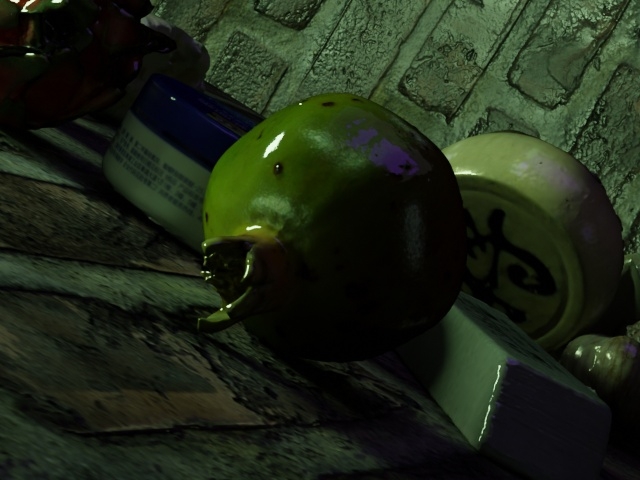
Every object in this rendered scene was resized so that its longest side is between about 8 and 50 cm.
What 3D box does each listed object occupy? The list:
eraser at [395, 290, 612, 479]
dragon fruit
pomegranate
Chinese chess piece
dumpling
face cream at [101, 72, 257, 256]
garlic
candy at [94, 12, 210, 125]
[{"bbox_3d":[0.150,0.115,1.512,0.111,0.077,0.352,30,6,-16],"label":"eraser"},{"bbox_3d":[-0.249,-0.190,1.560,0.192,0.193,0.274,48,-2,-18],"label":"dragon fruit"},{"bbox_3d":[0.001,-0.010,1.248,0.198,0.198,0.246,33,6,24],"label":"pomegranate"},{"bbox_3d":[0.207,0.005,1.943,0.257,0.257,0.104,32,44,13],"label":"Chinese chess piece"},{"bbox_3d":[0.267,0.084,2.118,0.086,0.166,0.332,10,-3,-26],"label":"dumpling"},{"bbox_3d":[-0.089,-0.051,1.566,0.206,0.111,0.206,30,6,-4],"label":"face cream"},{"bbox_3d":[0.322,0.162,1.906,0.147,0.102,0.159,18,-13,27],"label":"garlic"},{"bbox_3d":[-0.251,-0.223,2.121,0.195,0.137,0.185,31,5,29],"label":"candy"}]
